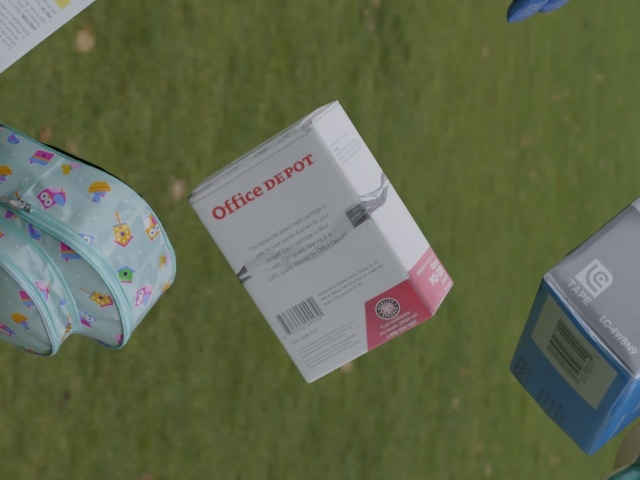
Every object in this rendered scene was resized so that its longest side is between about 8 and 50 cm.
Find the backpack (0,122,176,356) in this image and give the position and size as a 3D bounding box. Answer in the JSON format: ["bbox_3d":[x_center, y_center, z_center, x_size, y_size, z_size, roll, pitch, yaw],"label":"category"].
[{"bbox_3d":[-0.219,0.008,1.366,0.144,0.188,0.166,-58,153,-34],"label":"backpack"}]

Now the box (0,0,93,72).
[{"bbox_3d":[-0.199,-0.221,1.224,0.100,0.244,0.060,49,10,-30],"label":"box"}]

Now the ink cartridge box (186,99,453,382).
[{"bbox_3d":[0.000,0.000,1.594,0.218,0.158,0.092,57,26,-7],"label":"ink cartridge box"}]

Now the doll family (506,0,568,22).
[{"bbox_3d":[0.194,-0.258,1.121,0.263,0.118,0.163,-15,74,-38],"label":"doll family"}]

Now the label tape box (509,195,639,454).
[{"bbox_3d":[0.325,0.003,1.358,0.347,0.115,0.249,-40,164,-13],"label":"label tape box"}]

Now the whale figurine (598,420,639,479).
[{"bbox_3d":[0.351,0.293,1.627,0.216,0.141,0.272,40,78,-33],"label":"whale figurine"}]
